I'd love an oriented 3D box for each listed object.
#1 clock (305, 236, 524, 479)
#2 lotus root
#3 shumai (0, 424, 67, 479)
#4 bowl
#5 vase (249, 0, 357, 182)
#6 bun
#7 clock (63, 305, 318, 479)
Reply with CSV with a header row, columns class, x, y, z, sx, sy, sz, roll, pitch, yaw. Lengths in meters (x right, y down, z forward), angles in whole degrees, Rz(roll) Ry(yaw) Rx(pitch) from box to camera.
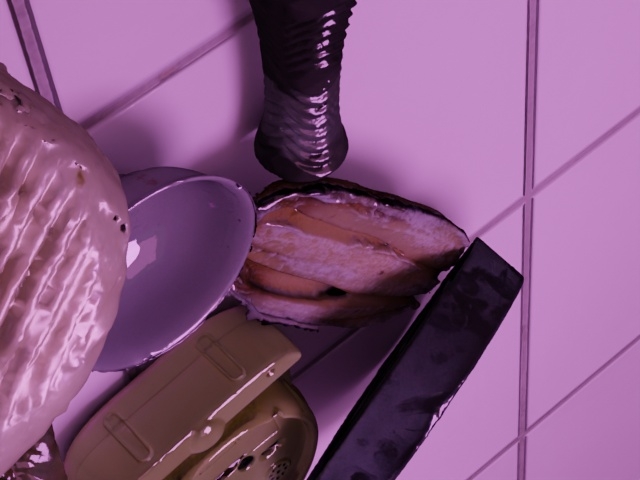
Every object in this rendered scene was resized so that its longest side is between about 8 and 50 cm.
class,x,y,z,sx,sy,sz,roll,pitch,yaw
clock,0.088,0.143,1.681,0.319,0.066,0.319,-54,178,-2
lotus root,-0.001,0.000,1.526,0.167,0.078,0.329,-46,149,15
shumai,-0.334,0.168,1.254,0.222,0.204,0.271,-43,115,-40
bowl,-0.148,0.004,1.333,0.189,0.086,0.189,-32,147,-24
vase,-0.014,-0.149,1.327,0.115,0.115,0.237,-35,151,-23
bun,-0.301,0.019,1.014,0.360,0.211,0.359,-21,127,-32
clock,-0.100,0.210,1.618,0.235,0.096,0.308,-42,150,-13
